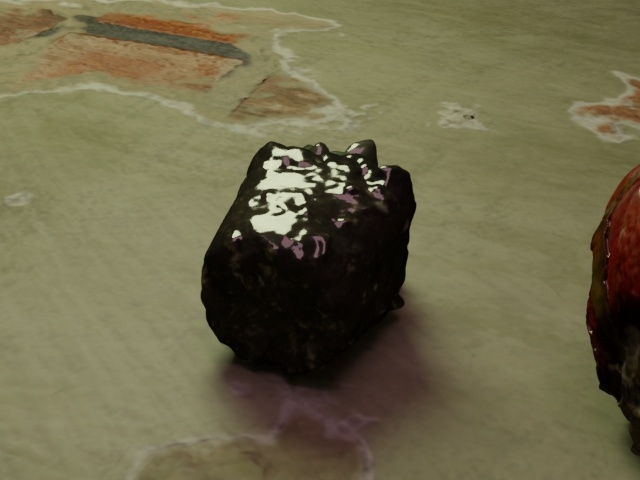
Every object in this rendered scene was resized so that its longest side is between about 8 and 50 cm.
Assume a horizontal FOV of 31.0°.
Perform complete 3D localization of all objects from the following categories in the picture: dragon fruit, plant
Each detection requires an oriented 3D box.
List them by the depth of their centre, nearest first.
[{"bbox_3d":[0.241,0.067,0.726,0.148,0.218,0.224,-43,2,-14],"label":"dragon fruit"},{"bbox_3d":[0.000,0.000,0.837,0.129,0.132,0.194,16,35,14],"label":"plant"}]
